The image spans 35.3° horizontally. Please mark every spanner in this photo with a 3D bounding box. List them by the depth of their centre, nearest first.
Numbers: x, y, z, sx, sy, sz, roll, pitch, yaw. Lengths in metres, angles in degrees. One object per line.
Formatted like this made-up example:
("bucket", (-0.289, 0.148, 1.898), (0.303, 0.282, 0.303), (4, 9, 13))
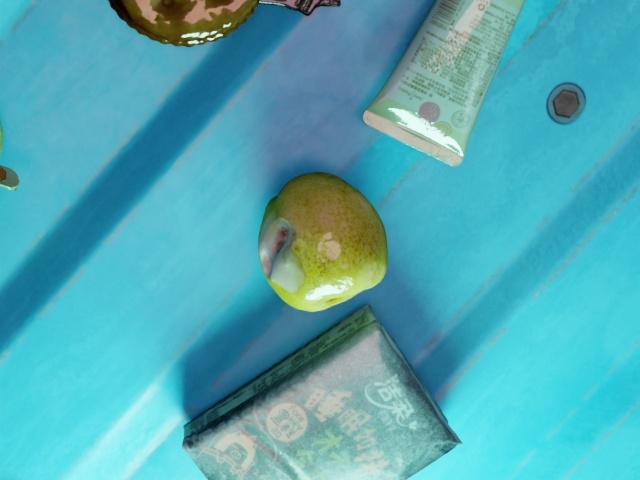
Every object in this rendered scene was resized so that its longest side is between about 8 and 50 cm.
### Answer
("spanner", (-0.076, -0.314, 1.270), (0.208, 0.012, 0.046), (5, 102, -8))

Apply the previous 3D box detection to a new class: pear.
("pear", (0.000, 0.000, 1.281), (0.178, 0.178, 0.178), (-2, 103, -8))

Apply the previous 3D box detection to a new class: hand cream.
("hand cream", (0.183, -0.257, 1.279), (0.147, 0.093, 0.306), (24, 101, -11))

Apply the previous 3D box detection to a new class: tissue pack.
("tissue pack", (0.001, 0.268, 1.372), (0.315, 0.103, 0.228), (-33, 107, 1))

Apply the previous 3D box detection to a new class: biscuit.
("biscuit", (-0.166, -0.344, 1.212), (0.220, 0.066, 0.221), (0, 100, 0))

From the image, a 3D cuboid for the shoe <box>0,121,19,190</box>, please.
("shoe", (-0.446, -0.071, 1.210), (0.140, 0.128, 0.262), (11, 89, -33))
